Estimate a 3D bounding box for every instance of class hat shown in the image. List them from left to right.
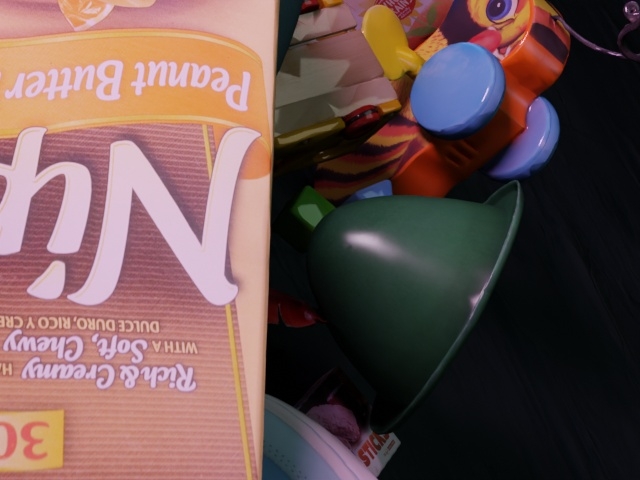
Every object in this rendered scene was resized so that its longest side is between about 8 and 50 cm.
[{"bbox_3d":[0.000,0.000,1.113,0.183,0.173,0.208,29,1,-5],"label":"hat"}]

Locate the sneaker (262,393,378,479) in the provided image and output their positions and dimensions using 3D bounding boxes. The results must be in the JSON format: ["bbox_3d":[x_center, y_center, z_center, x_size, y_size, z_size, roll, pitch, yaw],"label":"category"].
[{"bbox_3d":[-0.035,0.185,0.791,0.208,0.127,0.319,24,34,-56],"label":"sneaker"}]

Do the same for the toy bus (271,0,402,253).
[{"bbox_3d":[-0.052,-0.081,1.210,0.202,0.104,0.191,27,53,-18],"label":"toy bus"}]

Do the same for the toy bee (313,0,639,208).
[{"bbox_3d":[0.121,-0.121,1.373,0.195,0.298,0.162,63,10,-51],"label":"toy bee"}]

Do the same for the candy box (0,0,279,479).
[{"bbox_3d":[-0.116,-0.026,0.774,0.183,0.087,0.316,13,59,-21],"label":"candy box"}]

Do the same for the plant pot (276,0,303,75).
[{"bbox_3d":[-0.113,-0.184,0.998,0.290,0.195,0.290,26,42,-25],"label":"plant pot"}]

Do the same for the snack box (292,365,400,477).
[{"bbox_3d":[0.001,0.126,1.111,0.064,0.022,0.178,52,20,-1],"label":"snack box"}]

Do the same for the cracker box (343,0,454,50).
[{"bbox_3d":[-0.026,-0.197,1.383,0.232,0.155,0.067,34,27,-43],"label":"cracker box"}]
